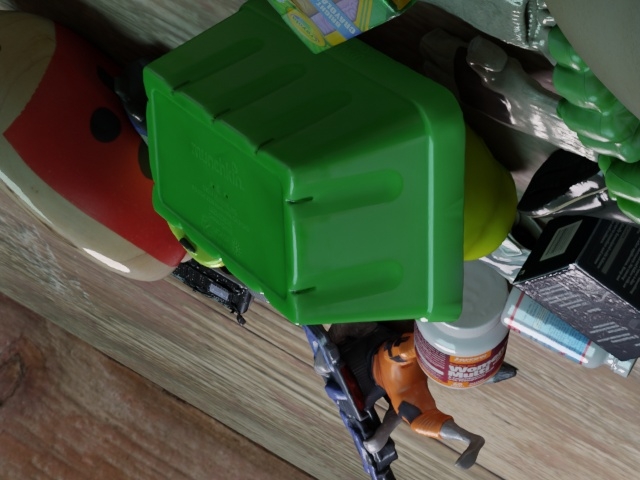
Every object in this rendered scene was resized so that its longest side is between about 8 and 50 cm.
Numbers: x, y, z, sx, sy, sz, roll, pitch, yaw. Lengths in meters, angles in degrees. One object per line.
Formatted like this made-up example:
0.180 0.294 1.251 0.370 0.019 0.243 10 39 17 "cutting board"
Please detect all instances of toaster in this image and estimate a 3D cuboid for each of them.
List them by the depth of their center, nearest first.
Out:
-0.150 0.017 2.564 0.168 0.110 0.185 31 162 4 "toaster"

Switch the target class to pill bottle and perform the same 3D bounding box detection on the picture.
0.296 0.093 2.067 0.160 0.087 0.087 28 162 13 "pill bottle"
0.177 0.099 2.226 0.121 0.121 0.221 27 163 12 "pill bottle"

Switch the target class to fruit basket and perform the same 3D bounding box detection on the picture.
0.052 -0.079 1.792 0.392 0.392 0.283 20 125 33 "fruit basket"

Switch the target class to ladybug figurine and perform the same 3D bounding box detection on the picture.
-0.295 -0.127 2.226 0.449 0.162 0.305 42 -161 -34 "ladybug figurine"

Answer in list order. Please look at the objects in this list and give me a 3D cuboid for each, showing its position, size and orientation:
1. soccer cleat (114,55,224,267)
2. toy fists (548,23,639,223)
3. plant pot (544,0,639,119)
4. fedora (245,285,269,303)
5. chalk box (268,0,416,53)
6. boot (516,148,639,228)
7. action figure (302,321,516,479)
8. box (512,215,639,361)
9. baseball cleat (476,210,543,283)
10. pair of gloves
-0.150 -0.094 2.121 0.121 0.093 0.289 23 -142 -60 "soccer cleat"
0.273 -0.105 1.471 0.096 0.142 0.279 16 157 40 "toy fists"
0.266 -0.174 1.190 0.256 0.256 0.274 40 178 -27 "plant pot"
0.000 0.000 1.999 0.124 0.275 0.243 97 150 -49 "fedora"
0.020 -0.249 1.479 0.132 0.132 0.213 49 159 -12 "chalk box"
0.291 -0.032 1.769 0.137 0.077 0.198 30 165 -14 "boot"
0.123 0.225 2.591 0.330 0.178 0.341 16 133 53 "action figure"
0.314 0.044 1.892 0.158 0.093 0.156 36 162 -11 "box"
0.176 -0.017 2.029 0.206 0.072 0.109 20 146 20 "baseball cleat"
0.162 -0.178 1.625 0.204 0.042 0.240 25 157 35 "pair of gloves"
